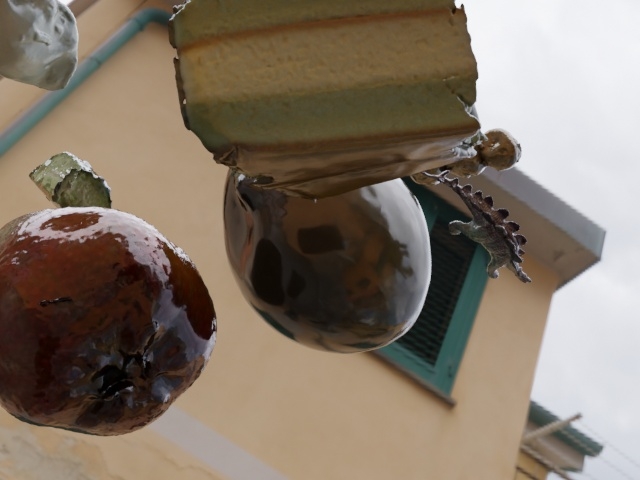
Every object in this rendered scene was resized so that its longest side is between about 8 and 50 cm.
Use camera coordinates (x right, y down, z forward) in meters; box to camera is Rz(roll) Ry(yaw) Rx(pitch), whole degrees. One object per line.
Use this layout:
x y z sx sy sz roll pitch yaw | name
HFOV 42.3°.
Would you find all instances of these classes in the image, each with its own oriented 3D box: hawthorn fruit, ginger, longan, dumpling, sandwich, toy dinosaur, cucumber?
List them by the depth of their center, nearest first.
0.026 -0.138 0.682 0.198 0.227 0.155 -15 -100 24 | sandwich
0.198 -0.018 0.999 0.209 0.039 0.082 45 -25 -18 | toy dinosaur
-0.307 0.085 1.055 0.369 0.285 0.284 21 -37 50 | hawthorn fruit
0.000 0.000 1.140 0.350 0.288 0.288 56 -35 29 | longan
-0.426 -0.307 1.156 0.151 0.124 0.229 -43 -43 11 | dumpling
0.253 -0.149 1.467 0.204 0.080 0.104 -12 -24 24 | ginger
-0.483 -0.098 1.619 0.145 0.105 0.325 54 -17 -28 | cucumber
